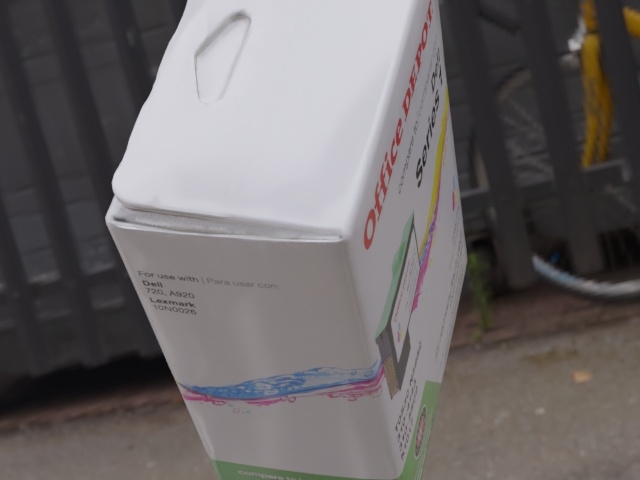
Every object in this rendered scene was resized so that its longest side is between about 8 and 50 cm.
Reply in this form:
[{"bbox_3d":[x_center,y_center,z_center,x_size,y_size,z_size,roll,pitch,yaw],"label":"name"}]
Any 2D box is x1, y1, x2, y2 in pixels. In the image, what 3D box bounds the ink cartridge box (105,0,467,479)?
[{"bbox_3d":[0.000,0.000,0.777,0.117,0.278,0.201,6,54,15],"label":"ink cartridge box"}]
